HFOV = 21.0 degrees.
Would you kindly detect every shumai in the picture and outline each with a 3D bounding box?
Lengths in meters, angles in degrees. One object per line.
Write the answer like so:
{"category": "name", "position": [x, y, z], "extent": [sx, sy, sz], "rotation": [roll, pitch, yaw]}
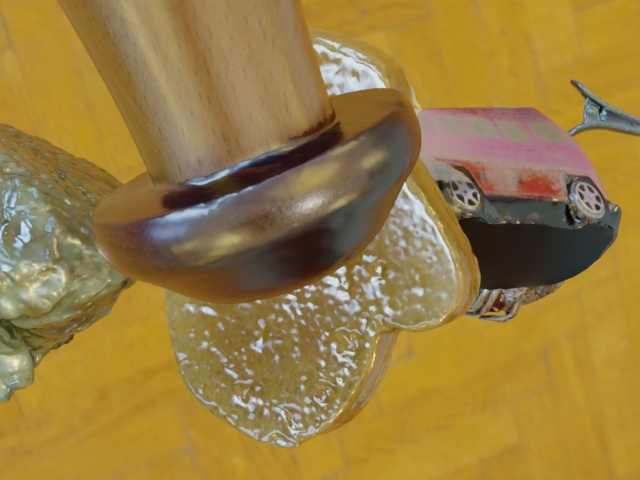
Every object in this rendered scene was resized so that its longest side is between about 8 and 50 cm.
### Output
{"category": "shumai", "position": [-0.335, 0.045, 1.781], "extent": [0.292, 0.330, 0.288], "rotation": [20, 103, -46]}

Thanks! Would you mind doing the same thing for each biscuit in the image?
{"category": "biscuit", "position": [0.001, 0.000, 1.411], "extent": [0.057, 0.287, 0.343], "rotation": [-6, 102, -59]}

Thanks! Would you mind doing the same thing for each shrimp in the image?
{"category": "shrimp", "position": [0.183, 0.047, 1.906], "extent": [0.073, 0.190, 0.075], "rotation": [54, 42, -40]}

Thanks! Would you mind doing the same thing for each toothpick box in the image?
{"category": "toothpick box", "position": [-0.064, -0.112, 0.944], "extent": [0.192, 0.192, 0.294], "rotation": [-24, 105, -13]}

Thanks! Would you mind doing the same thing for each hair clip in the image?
{"category": "hair clip", "position": [0.390, -0.132, 1.934], "extent": [0.230, 0.039, 0.070], "rotation": [8, 90, 5]}

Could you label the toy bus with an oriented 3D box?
{"category": "toy bus", "position": [0.144, -0.041, 1.622], "extent": [0.303, 0.147, 0.127], "rotation": [-1, 149, -42]}
